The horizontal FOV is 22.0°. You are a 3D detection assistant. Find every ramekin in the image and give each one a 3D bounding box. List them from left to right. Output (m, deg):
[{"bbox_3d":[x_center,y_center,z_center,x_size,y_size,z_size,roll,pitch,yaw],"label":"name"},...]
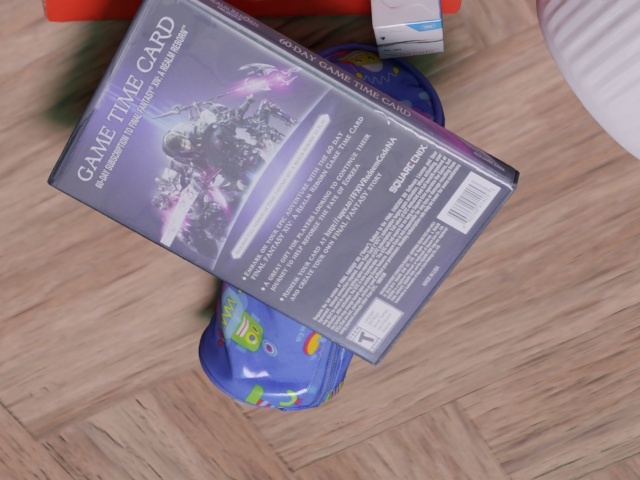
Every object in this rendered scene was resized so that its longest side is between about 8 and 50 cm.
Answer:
[{"bbox_3d":[0.242,-0.143,1.130,0.207,0.207,0.109,31,128,-30],"label":"ramekin"}]

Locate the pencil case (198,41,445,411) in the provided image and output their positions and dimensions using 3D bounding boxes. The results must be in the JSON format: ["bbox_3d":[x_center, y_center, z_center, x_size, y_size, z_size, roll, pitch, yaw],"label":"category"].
[{"bbox_3d":[0.000,0.000,1.251,0.119,0.133,0.306,-5,134,-30],"label":"pencil case"}]

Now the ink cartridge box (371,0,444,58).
[{"bbox_3d":[0.063,-0.151,1.169,0.048,0.028,0.083,-6,167,5],"label":"ink cartridge box"}]

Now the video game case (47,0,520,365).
[{"bbox_3d":[-0.030,-0.043,1.137,0.274,0.026,0.196,30,127,-7],"label":"video game case"}]

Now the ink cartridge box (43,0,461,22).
[{"bbox_3d":[-0.028,-0.218,1.003,0.308,0.091,0.385,-2,152,-7],"label":"ink cartridge box"}]
